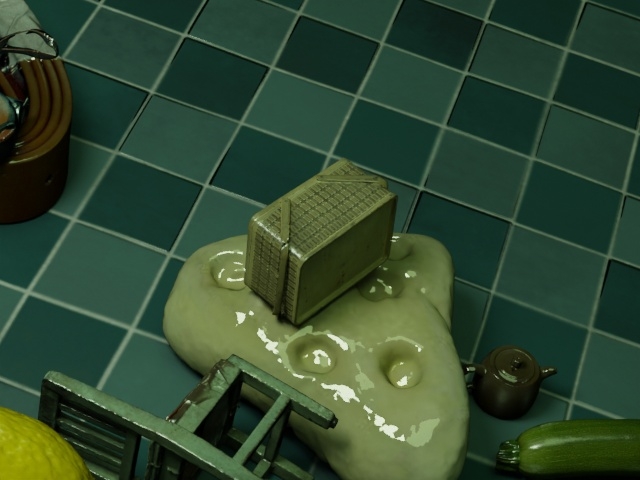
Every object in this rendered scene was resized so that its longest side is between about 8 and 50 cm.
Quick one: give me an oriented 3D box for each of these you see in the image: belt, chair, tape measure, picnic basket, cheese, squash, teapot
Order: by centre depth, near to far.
[{"bbox_3d":[-0.137,0.195,1.585,0.270,0.136,0.147,27,47,12],"label":"chair"},{"bbox_3d":[0.000,0.000,1.637,0.079,0.115,0.164,39,54,25],"label":"picnic basket"},{"bbox_3d":[-0.363,-0.161,1.680,0.104,0.180,0.107,26,49,-12],"label":"tape measure"},{"bbox_3d":[-0.011,0.133,1.682,0.328,0.130,0.351,3,48,-5],"label":"cheese"},{"bbox_3d":[0.318,0.232,1.714,0.258,0.069,0.069,2,48,-14],"label":"squash"},{"bbox_3d":[0.208,0.154,1.755,0.121,0.068,0.076,4,48,-11],"label":"teapot"},{"bbox_3d":[-0.418,-0.180,1.861,0.217,0.122,0.339,-15,54,-24],"label":"belt"}]

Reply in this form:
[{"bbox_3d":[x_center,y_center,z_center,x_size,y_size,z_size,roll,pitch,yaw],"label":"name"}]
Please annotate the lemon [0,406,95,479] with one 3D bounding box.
[{"bbox_3d":[-0.319,0.282,1.372,0.293,0.293,0.293,7,48,-8],"label":"lemon"}]
